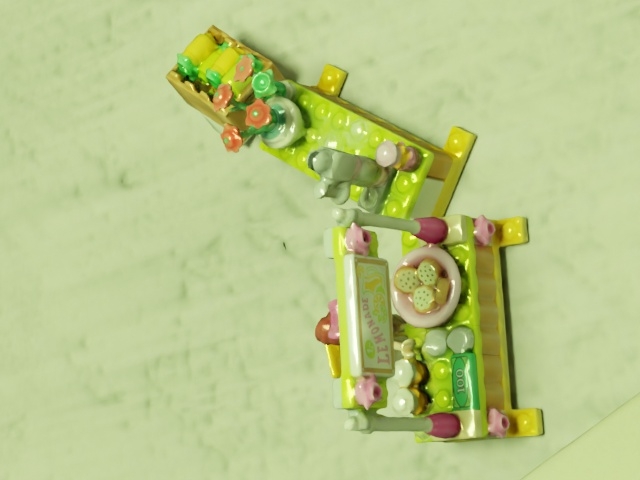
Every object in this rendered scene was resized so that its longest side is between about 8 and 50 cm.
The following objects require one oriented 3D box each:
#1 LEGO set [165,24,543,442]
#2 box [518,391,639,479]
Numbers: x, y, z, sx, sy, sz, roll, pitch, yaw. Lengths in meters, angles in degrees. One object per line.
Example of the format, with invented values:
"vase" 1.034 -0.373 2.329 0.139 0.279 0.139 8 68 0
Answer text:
"LEGO set" 0.000 0.000 0.705 0.132 0.107 0.287 -37 64 31
"box" 0.166 0.089 0.441 0.311 0.148 0.121 -37 41 2
